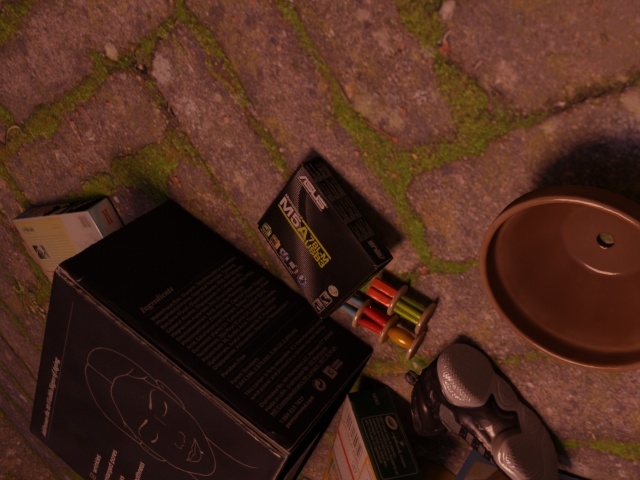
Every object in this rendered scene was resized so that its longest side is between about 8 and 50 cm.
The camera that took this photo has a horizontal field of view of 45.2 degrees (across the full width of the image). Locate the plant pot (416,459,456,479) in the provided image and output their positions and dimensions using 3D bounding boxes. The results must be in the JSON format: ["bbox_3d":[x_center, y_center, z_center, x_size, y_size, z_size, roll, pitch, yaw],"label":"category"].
[{"bbox_3d":[0.191,0.478,1.382,0.134,0.095,0.134,23,135,25],"label":"plant pot"}]

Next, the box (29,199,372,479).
[{"bbox_3d":[-0.238,0.277,1.391,0.471,0.297,0.480,35,130,11],"label":"box"}]

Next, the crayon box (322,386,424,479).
[{"bbox_3d":[0.086,0.436,1.368,0.323,0.083,0.203,102,156,-45],"label":"crayon box"}]

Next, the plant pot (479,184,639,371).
[{"bbox_3d":[0.312,0.026,0.881,0.237,0.110,0.237,24,137,25],"label":"plant pot"}]

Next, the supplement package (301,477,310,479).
[{"bbox_3d":[-0.037,0.683,1.625,0.145,0.262,0.204,15,131,32],"label":"supplement package"}]

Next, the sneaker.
[{"bbox_3d":[0.240,0.286,1.179,0.269,0.101,0.153,54,141,0],"label":"sneaker"}]

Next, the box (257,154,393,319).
[{"bbox_3d":[0.000,0.000,1.157,0.191,0.045,0.184,55,144,10],"label":"box"}]

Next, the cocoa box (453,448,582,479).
[{"bbox_3d":[0.351,0.509,1.159,0.347,0.231,0.228,11,128,35],"label":"cocoa box"}]

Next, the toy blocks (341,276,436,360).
[{"bbox_3d":[0.094,0.104,1.184,0.148,0.054,0.123,30,139,19],"label":"toy blocks"}]

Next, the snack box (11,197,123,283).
[{"bbox_3d":[-0.515,0.012,1.637,0.321,0.060,0.187,-2,120,43],"label":"snack box"}]
